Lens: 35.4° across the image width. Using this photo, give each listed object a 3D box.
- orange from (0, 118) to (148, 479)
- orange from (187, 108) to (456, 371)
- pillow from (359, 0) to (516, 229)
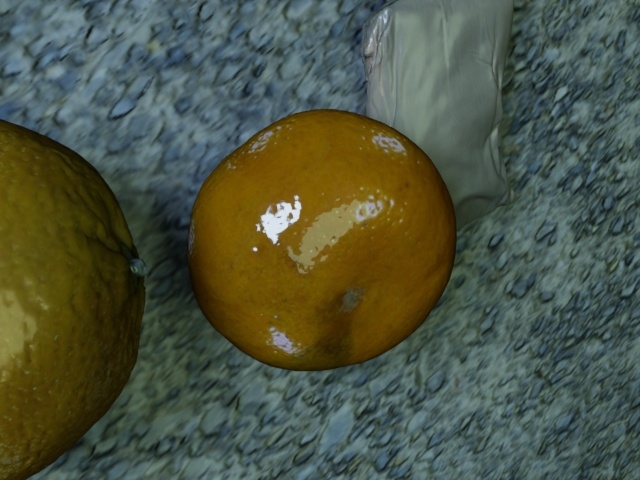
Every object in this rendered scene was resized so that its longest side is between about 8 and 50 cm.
[{"bbox_3d":[-0.240,0.042,0.643,0.264,0.264,0.264,-15,118,-31],"label":"orange"},{"bbox_3d":[0.000,0.000,0.853,0.240,0.171,0.240,-16,124,-25],"label":"orange"},{"bbox_3d":[0.118,-0.115,0.957,0.173,0.067,0.270,-17,119,-23],"label":"pillow"}]
